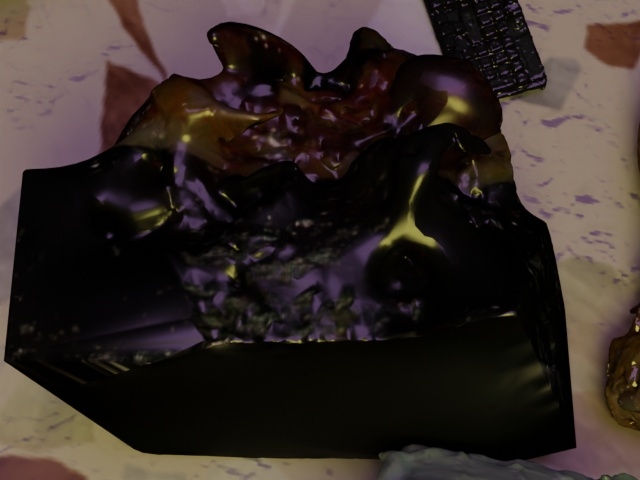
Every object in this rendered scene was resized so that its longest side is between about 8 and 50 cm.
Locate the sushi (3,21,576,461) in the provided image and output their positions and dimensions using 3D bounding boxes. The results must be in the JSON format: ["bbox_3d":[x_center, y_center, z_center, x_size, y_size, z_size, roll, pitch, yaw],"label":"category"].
[{"bbox_3d":[-0.001,0.000,0.691,0.227,0.215,0.212,-6,63,15],"label":"sushi"}]

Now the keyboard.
[{"bbox_3d":[0.087,-0.177,0.848,0.060,0.018,0.195,-15,71,-7],"label":"keyboard"}]

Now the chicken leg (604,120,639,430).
[{"bbox_3d":[0.215,-0.013,0.756,0.087,0.107,0.251,23,76,-14],"label":"chicken leg"}]

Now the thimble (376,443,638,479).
[{"bbox_3d":[0.078,0.198,0.614,0.149,0.185,0.211,14,64,0],"label":"thimble"}]
